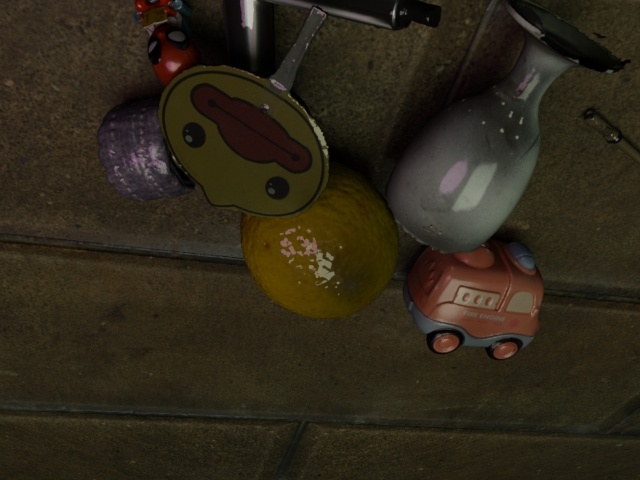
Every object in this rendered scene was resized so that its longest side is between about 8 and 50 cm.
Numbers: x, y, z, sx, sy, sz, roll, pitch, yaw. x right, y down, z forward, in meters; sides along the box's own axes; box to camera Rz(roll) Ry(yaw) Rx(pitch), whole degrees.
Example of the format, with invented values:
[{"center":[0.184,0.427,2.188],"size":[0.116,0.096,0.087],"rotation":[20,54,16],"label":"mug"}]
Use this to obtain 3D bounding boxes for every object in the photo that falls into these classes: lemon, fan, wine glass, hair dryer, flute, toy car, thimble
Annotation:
[{"center":[0.000,0.000,0.900],"size":[0.267,0.267,0.267],"rotation":[-3,137,-3],"label":"lemon"},{"center":[-0.078,-0.138,0.676],"size":[0.230,0.011,0.335],"rotation":[31,135,-8],"label":"fan"},{"center":[0.234,-0.146,0.795],"size":[0.190,0.190,0.357],"rotation":[13,131,-18],"label":"wine glass"},{"center":[-0.035,-0.219,0.651],"size":[0.156,0.284,0.320],"rotation":[-24,143,-30],"label":"hair dryer"},{"center":[0.511,-0.153,0.944],"size":[0.233,0.027,0.027],"rotation":[25,129,-29],"label":"flute"},{"center":[0.303,0.090,1.086],"size":[0.271,0.180,0.212],"rotation":[10,125,-14],"label":"toy car"},{"center":[-0.241,-0.130,0.810],"size":[0.098,0.150,0.150],"rotation":[-7,137,9],"label":"thimble"}]

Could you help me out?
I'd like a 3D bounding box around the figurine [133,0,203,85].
[{"center":[-0.187,-0.247,0.699],"size":[0.068,0.140,0.075],"rotation":[-17,176,7],"label":"figurine"}]
